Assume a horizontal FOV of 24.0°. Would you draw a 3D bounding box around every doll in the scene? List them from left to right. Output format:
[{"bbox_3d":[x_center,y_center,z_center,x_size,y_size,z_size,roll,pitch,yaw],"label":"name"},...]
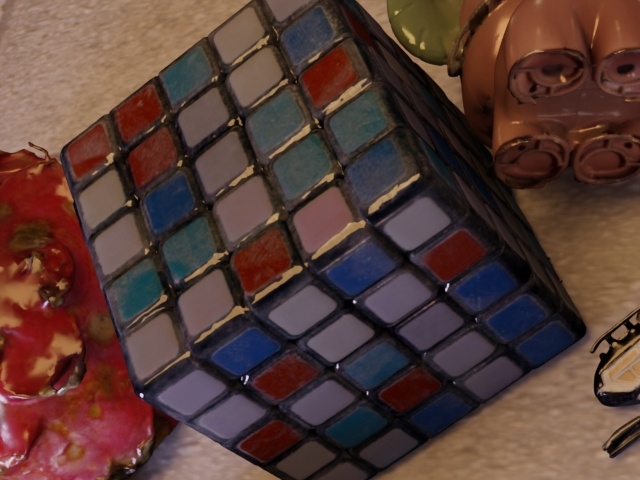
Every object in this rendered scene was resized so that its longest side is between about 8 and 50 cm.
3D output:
[{"bbox_3d":[0.202,-0.181,1.271,0.284,0.216,0.268,-1,54,-3],"label":"doll"}]

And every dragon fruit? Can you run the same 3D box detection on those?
[{"bbox_3d":[-0.307,0.075,1.482,0.371,0.249,0.386,-2,66,30],"label":"dragon fruit"}]

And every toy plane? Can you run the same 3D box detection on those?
[{"bbox_3d":[0.283,0.082,1.173,0.197,0.053,0.078,-39,56,12],"label":"toy plane"}]

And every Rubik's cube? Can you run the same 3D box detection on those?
[{"bbox_3d":[0.000,0.000,1.260,0.287,0.293,0.292,-36,50,13],"label":"Rubik's cube"}]
